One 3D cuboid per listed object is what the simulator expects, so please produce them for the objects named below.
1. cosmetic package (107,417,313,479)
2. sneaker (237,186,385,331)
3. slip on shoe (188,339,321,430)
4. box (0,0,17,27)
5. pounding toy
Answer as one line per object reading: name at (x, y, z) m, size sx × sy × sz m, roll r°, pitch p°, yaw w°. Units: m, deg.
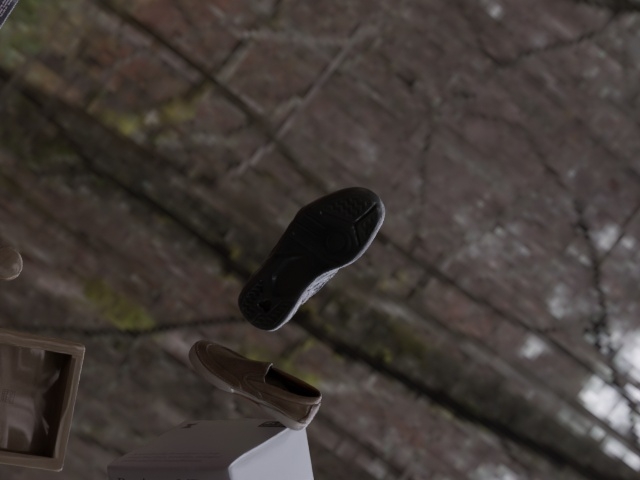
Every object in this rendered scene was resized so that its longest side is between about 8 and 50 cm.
cosmetic package at (-0.100, 0.287, 1.686) m, size 0.151 × 0.183 × 0.151 m, roll -5°, pitch -169°, yaw 30°
sneaker at (0.000, 0.000, 1.939) m, size 0.227 × 0.087 × 0.130 m, roll -49°, pitch -176°, yaw 34°
slip on shoe at (-0.061, 0.131, 1.605) m, size 0.041 × 0.135 × 0.051 m, roll -56°, pitch 179°, yaw 31°
box at (-0.388, -0.101, 1.457) m, size 0.242 × 0.076 × 0.307 m, roll -29°, pitch -150°, yaw 53°
pounding toy at (-0.333, 0.107, 1.637) m, size 0.094 × 0.181 × 0.206 m, roll 2°, pitch -99°, yaw 63°
